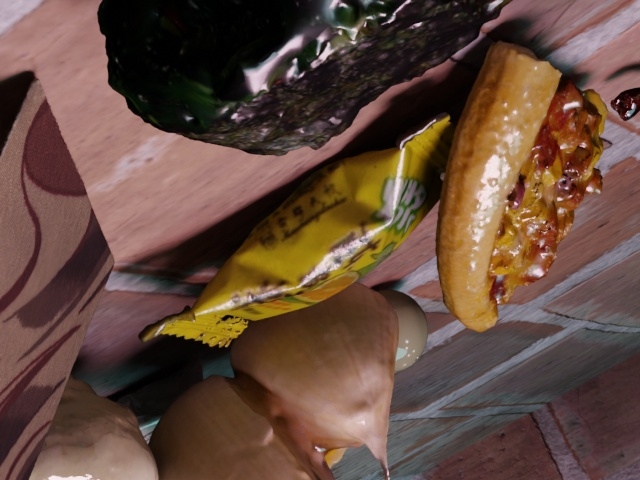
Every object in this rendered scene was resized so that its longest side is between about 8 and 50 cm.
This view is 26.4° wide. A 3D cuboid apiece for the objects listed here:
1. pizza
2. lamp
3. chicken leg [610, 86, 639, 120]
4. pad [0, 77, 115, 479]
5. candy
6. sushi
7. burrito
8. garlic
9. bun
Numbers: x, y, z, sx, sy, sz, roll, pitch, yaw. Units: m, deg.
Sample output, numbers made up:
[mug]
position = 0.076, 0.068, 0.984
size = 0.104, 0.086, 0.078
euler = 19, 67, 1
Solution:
[pizza]
position = 0.177, -0.055, 1.101
size = 0.229, 0.081, 0.289
euler = -41, 147, -41
[lamp]
position = 0.031, 0.100, 1.464
size = 0.163, 0.091, 0.091
euler = -4, 156, -17
[chicken leg]
position = 0.353, -0.160, 1.206
size = 0.219, 0.048, 0.089
euler = -26, 159, 1
[pad]
position = -0.191, 0.059, 0.873
size = 0.004, 0.220, 0.330
euler = 17, 162, 5
[candy]
position = 0.000, 0.000, 1.109
size = 0.297, 0.081, 0.187
euler = -32, 165, 12
[sushi]
position = -0.007, -0.130, 0.662
size = 0.225, 0.124, 0.127
euler = -30, 163, 32
[burrito]
position = -0.205, 0.188, 1.402
size = 0.203, 0.064, 0.064
euler = -26, 163, -4
[garlic]
position = -0.029, 0.185, 1.291
size = 0.286, 0.249, 0.313
euler = -28, 178, 1
[bun]
position = -0.255, 0.185, 1.200
size = 0.231, 0.133, 0.231
euler = 0, 156, 0
